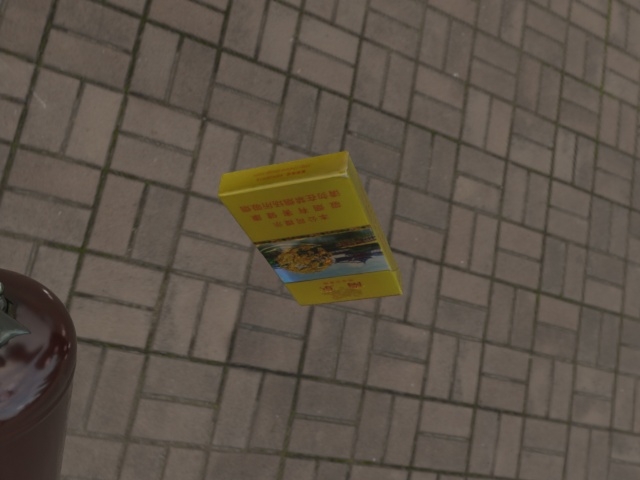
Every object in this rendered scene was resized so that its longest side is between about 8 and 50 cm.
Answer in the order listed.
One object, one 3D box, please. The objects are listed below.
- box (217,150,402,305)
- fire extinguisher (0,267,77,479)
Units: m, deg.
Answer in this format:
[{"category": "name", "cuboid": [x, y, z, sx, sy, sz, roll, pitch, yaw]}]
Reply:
[{"category": "box", "cuboid": [0.000, 0.000, 0.441, 0.155, 0.087, 0.023, 59, 25, -52]}, {"category": "fire extinguisher", "cuboid": [-0.231, 0.111, 0.409, 0.135, 0.337, 0.114, 42, 43, 18]}]
